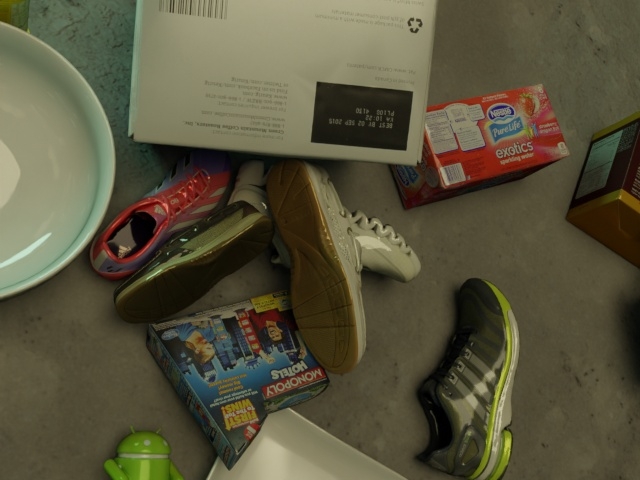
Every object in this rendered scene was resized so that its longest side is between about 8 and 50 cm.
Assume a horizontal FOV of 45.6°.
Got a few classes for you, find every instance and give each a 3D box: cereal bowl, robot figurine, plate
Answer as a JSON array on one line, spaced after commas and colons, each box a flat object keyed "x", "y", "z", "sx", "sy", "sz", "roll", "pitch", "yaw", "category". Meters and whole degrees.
[{"x": -0.417, "y": -0.081, "z": 0.879, "sx": 0.338, "sy": 0.141, "sz": 0.339, "roll": 5, "pitch": 76, "yaw": -22, "category": "cereal bowl"}, {"x": -0.215, "y": 0.283, "z": 0.914, "sx": 0.101, "sy": 0.067, "sz": 0.115, "roll": 19, "pitch": 67, "yaw": -47, "category": "robot figurine"}, {"x": -0.041, "y": 0.379, "z": 0.977, "sx": 0.277, "sy": 0.045, "sz": 0.278, "roll": 33, "pitch": 66, "yaw": -11, "category": "plate"}]

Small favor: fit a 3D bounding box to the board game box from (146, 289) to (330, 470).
[{"x": -0.097, "y": 0.176, "z": 0.960, "sx": 0.194, "sy": 0.060, "sz": 0.194, "roll": -12, "pitch": 60, "yaw": -25, "category": "board game box"}]

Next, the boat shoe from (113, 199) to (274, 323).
[{"x": -0.165, "y": 0.023, "z": 0.966, "sx": 0.223, "sy": 0.080, "sz": 0.073, "roll": -32, "pitch": 51, "yaw": -17, "category": "boat shoe"}]

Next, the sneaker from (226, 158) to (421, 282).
[{"x": 0.000, "y": 0.000, "z": 1.069, "sx": 0.292, "sy": 0.110, "sz": 0.118, "roll": 26, "pitch": 75, "yaw": -6, "category": "sneaker"}]

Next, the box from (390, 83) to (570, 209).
[{"x": 0.242, "y": -0.147, "z": 1.193, "sx": 0.256, "sy": 0.122, "sz": 0.128, "roll": -16, "pitch": 83, "yaw": -26, "category": "box"}]

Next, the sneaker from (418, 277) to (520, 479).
[{"x": 0.210, "y": 0.197, "z": 1.101, "sx": 0.121, "sy": 0.111, "sz": 0.300, "roll": 11, "pitch": 70, "yaw": -16, "category": "sneaker"}]

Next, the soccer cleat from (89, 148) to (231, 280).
[{"x": -0.198, "y": -0.043, "z": 0.991, "sx": 0.083, "sy": 0.095, "sz": 0.248, "roll": 47, "pitch": 64, "yaw": -6, "category": "soccer cleat"}]

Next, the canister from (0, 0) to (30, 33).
[{"x": -0.414, "y": -0.279, "z": 0.917, "sx": 0.126, "sy": 0.170, "sz": 0.074, "roll": 2, "pitch": 73, "yaw": -23, "category": "canister"}]

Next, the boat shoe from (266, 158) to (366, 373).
[{"x": 0.015, "y": 0.028, "z": 0.974, "sx": 0.096, "sy": 0.098, "sz": 0.277, "roll": -10, "pitch": 86, "yaw": -54, "category": "boat shoe"}]

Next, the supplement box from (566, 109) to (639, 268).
[{"x": 0.561, "y": -0.084, "z": 1.310, "sx": 0.191, "sy": 0.129, "sz": 0.194, "roll": 31, "pitch": 67, "yaw": -13, "category": "supplement box"}]

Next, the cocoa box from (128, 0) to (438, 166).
[{"x": -0.057, "y": -0.228, "z": 0.965, "sx": 0.346, "sy": 0.228, "sz": 0.232, "roll": 4, "pitch": 101, "yaw": -12, "category": "cocoa box"}]
